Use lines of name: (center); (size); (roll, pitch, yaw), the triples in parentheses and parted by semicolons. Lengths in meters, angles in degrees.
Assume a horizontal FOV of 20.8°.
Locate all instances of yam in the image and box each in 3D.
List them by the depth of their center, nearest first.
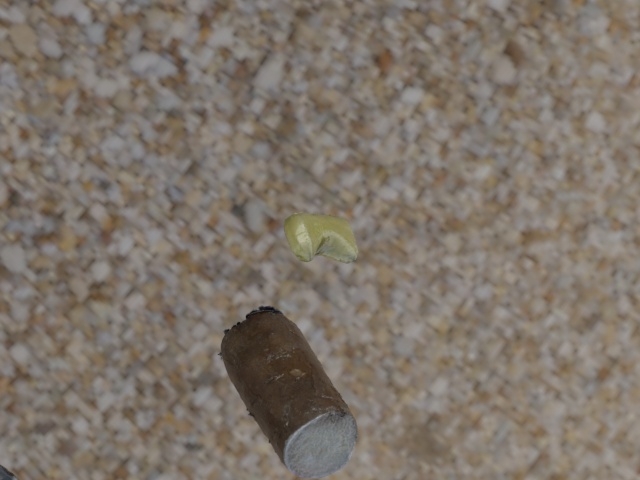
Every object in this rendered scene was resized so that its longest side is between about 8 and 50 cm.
yam: (-0.026, 0.126, 1.463); (0.079, 0.141, 0.079); (-16, 132, -18)

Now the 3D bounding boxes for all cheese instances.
cheese: (0.000, 0.000, 1.421); (0.030, 0.044, 0.083); (-38, 161, 24)

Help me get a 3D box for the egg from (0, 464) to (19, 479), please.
egg: (-0.354, 0.372, 1.352); (0.354, 0.340, 0.354); (-7, 118, -13)
